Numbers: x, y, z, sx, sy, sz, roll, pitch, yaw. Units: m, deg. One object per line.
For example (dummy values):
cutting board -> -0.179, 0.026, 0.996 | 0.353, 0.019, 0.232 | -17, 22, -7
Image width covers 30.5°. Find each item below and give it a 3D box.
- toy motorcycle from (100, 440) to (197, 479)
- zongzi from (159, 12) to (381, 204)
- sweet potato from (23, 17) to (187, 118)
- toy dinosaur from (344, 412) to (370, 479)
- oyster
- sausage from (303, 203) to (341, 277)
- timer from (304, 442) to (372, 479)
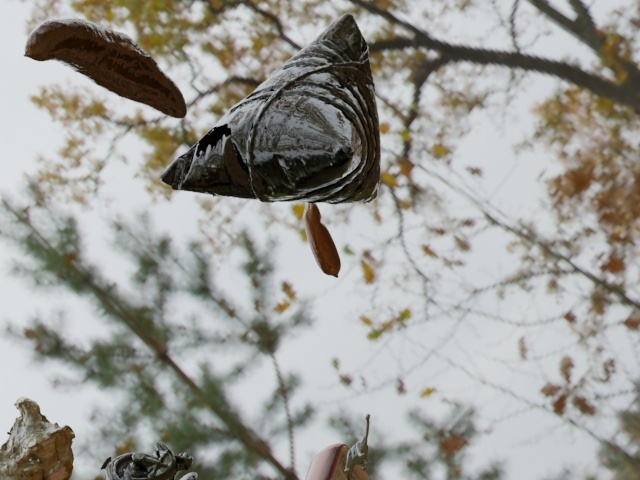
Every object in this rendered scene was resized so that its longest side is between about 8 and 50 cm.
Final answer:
toy motorcycle -> -0.218, 0.371, 1.342 | 0.275, 0.127, 0.205 | -63, -16, -61
zongzi -> 0.005, -0.160, 1.792 | 0.383, 0.362, 0.319 | -25, -72, -38
sweet potato -> -0.342, -0.287, 1.891 | 0.092, 0.114, 0.341 | -31, -30, 26
toy dinosaur -> 0.065, 0.382, 2.051 | 0.058, 0.037, 0.180 | -85, 15, -55
oyster -> -0.498, 0.359, 2.006 | 0.163, 0.191, 0.081 | -26, -25, -9
sausage -> 0.000, 0.000, 2.571 | 0.054, 0.183, 0.062 | -23, 8, -8
timer -> 0.015, 0.534, 2.130 | 0.250, 0.161, 0.257 | 75, -152, -43
